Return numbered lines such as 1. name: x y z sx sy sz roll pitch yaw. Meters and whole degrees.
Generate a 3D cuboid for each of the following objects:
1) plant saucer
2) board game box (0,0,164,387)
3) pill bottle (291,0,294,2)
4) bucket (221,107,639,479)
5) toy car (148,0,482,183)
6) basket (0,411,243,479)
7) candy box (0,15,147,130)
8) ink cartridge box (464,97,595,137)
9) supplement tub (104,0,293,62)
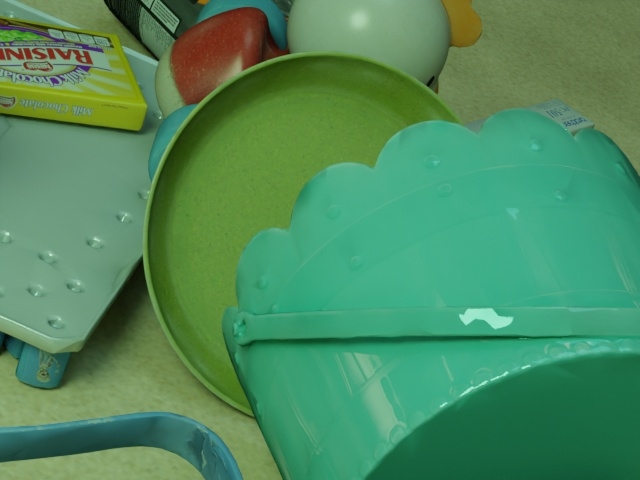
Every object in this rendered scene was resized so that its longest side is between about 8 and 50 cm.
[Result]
1. plant saucer: 0.000 0.000 1.010 0.241 0.241 0.037 12 -3 -18
2. board game box: -0.285 -0.082 1.085 0.390 0.050 0.390 23 30 1
3. pill bottle: -0.100 -0.283 1.470 0.208 0.117 0.117 3 35 -30
4. bucket: 0.097 0.084 0.870 0.281 0.281 0.183 8 37 -25
5. toy car: 0.027 -0.111 1.107 0.210 0.238 0.219 44 28 -21
6. basket: -0.105 0.186 0.608 0.255 0.201 0.289 2 48 -34
7. candy box: -0.232 -0.127 1.114 0.206 0.027 0.105 6 37 -27
8. ink cartridge box: 0.137 -0.050 1.274 0.046 0.097 0.207 38 34 26
9. supplement tub: -0.095 -0.190 1.322 0.117 0.117 0.190 -7 41 -41
